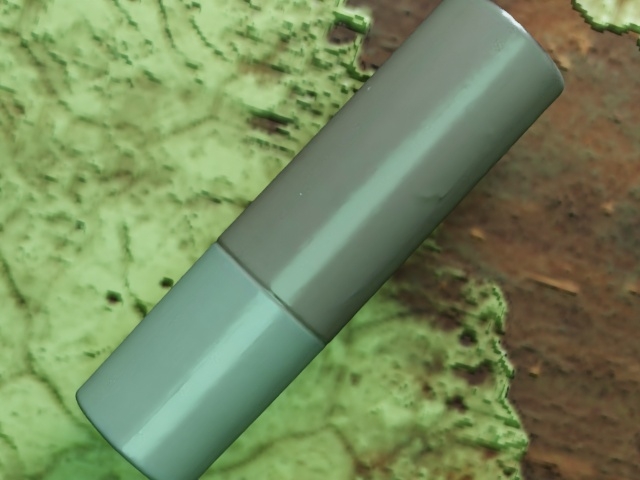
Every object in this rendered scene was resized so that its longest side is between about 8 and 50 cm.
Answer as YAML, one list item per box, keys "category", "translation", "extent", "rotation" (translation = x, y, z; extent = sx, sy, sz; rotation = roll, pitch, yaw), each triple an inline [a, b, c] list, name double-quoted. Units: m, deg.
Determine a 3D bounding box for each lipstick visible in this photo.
- category: "lipstick"
  translation: [0.000, 0.000, 0.629]
  extent: [0.070, 0.070, 0.254]
  rotation: [44, 88, -12]
